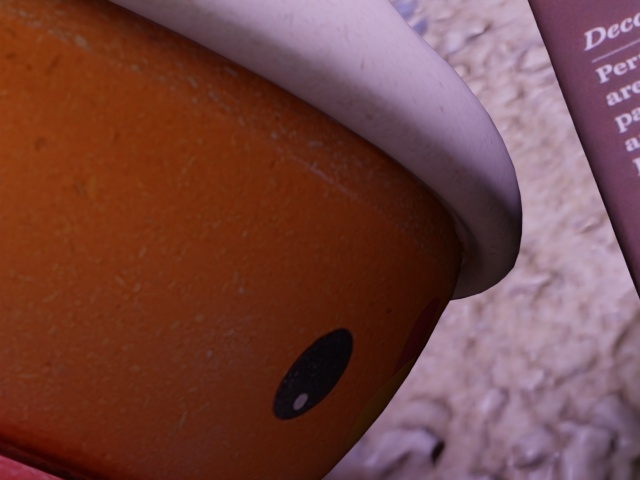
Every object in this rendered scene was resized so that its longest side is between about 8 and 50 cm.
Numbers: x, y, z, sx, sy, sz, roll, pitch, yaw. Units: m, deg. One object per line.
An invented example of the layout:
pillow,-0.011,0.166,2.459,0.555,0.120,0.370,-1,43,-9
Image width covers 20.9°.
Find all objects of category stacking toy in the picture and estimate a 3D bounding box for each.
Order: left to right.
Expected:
stacking toy,-0.167,0.131,0.510,0.350,0.350,0.480,10,76,40

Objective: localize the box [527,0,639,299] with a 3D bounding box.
box,0.172,0.052,0.450,0.143,0.191,0.381,-23,41,13
